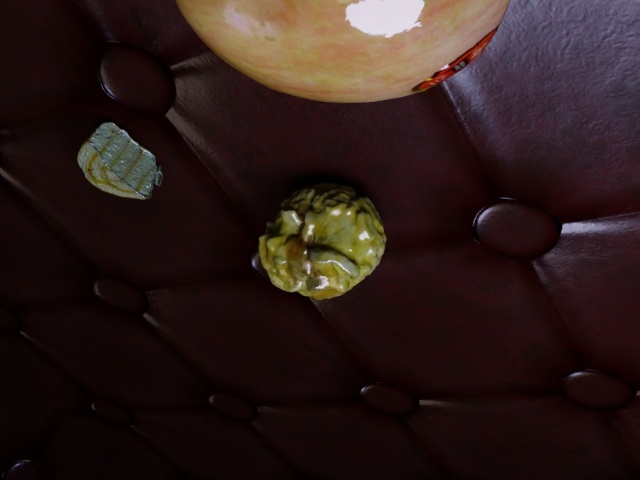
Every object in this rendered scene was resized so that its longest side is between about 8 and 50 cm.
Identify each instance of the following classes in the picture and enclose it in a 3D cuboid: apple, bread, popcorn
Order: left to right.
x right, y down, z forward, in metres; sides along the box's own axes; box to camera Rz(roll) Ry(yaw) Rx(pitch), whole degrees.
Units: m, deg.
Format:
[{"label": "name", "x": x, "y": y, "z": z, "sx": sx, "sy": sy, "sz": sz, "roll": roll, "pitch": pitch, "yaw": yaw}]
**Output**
[{"label": "bread", "x": -0.385, "y": -0.134, "z": 1.425, "sx": 0.110, "sy": 0.103, "sz": 0.156, "roll": -27, "pitch": 115, "yaw": 36}, {"label": "popcorn", "x": -0.002, "y": 0.007, "z": 1.333, "sx": 0.235, "sy": 0.217, "sz": 0.181, "roll": -13, "pitch": 127, "yaw": 20}, {"label": "apple", "x": 0.016, "y": -0.330, "z": 0.799, "sx": 0.346, "sy": 0.391, "sz": 0.391, "roll": -8, "pitch": 136, "yaw": 4}]
